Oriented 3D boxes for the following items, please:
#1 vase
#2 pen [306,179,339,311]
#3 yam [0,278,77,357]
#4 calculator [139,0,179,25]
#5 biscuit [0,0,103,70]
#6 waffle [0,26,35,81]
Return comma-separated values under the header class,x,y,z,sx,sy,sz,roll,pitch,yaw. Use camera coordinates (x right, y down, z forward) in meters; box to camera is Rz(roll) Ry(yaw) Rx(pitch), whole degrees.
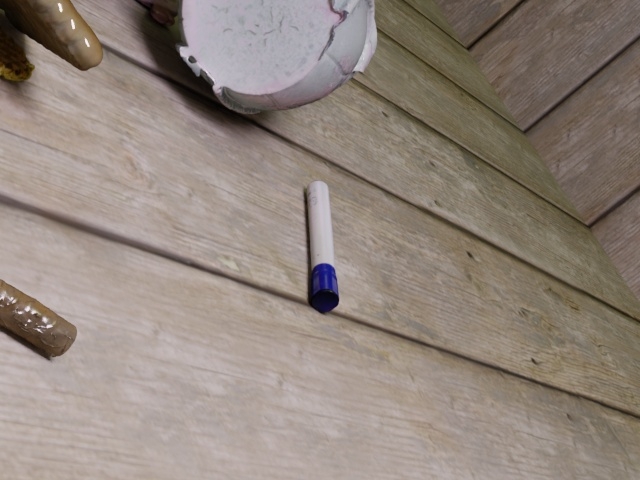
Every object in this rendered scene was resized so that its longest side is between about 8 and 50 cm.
class,x,y,z,sx,sy,sz,roll,pitch,yaw
vase,-0.041,-0.287,1.575,0.250,0.250,0.445,50,12,0
pen,0.000,0.000,1.448,0.033,0.033,0.269,41,21,-23
yam,-0.242,0.040,0.865,0.145,0.032,0.032,37,23,-33
calculator,-0.233,-0.347,1.584,0.103,0.024,0.166,21,33,-53
biscuit,-0.321,-0.297,1.060,0.217,0.044,0.325,36,-16,54
waffle,-0.312,-0.186,1.145,0.085,0.016,0.078,54,16,10
